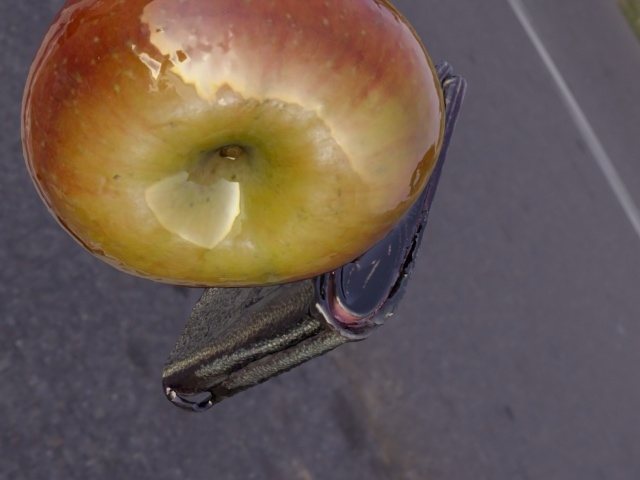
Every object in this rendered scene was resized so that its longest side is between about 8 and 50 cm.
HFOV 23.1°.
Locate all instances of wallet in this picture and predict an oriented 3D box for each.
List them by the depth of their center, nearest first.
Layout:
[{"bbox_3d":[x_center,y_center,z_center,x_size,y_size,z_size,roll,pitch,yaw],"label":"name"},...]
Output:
[{"bbox_3d":[0.000,0.000,1.180,0.071,0.221,0.262,37,53,-16],"label":"wallet"}]

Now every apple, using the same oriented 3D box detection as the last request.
[{"bbox_3d":[-0.050,-0.077,0.897,0.235,0.210,0.173,12,36,-8],"label":"apple"}]
